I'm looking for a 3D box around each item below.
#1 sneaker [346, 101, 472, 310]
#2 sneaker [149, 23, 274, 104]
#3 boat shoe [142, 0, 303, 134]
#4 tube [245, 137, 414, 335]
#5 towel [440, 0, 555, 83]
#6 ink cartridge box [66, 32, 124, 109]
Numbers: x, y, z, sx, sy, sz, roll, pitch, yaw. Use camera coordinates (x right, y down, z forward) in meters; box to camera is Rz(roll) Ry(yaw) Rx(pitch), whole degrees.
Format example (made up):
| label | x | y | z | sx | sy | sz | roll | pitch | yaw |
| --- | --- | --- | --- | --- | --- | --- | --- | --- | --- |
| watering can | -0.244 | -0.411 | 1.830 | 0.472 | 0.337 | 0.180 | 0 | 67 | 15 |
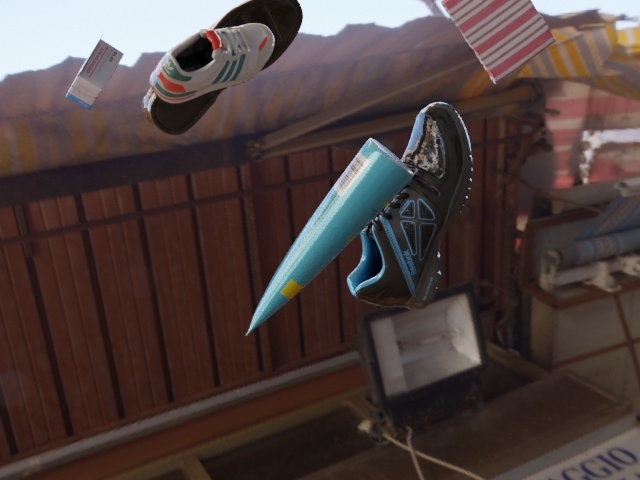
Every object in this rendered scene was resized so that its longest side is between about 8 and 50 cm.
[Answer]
| label | x | y | z | sx | sy | sz | roll | pitch | yaw |
| --- | --- | --- | --- | --- | --- | --- | --- | --- | --- |
| sneaker | 0.138 | -0.050 | 1.150 | 0.140 | 0.125 | 0.340 | 5 | -76 | -24 |
| sneaker | -0.107 | -0.204 | 0.800 | 0.161 | 0.075 | 0.057 | -31 | -91 | -28 |
| boat shoe | -0.170 | -0.303 | 1.194 | 0.307 | 0.104 | 0.110 | -39 | -57 | -6 |
| tube | 0.000 | 0.000 | 0.679 | 0.052 | 0.080 | 0.207 | 41 | -76 | 1 |
| towel | 0.341 | -0.421 | 1.408 | 0.144 | 0.029 | 0.197 | -35 | -86 | 5 |
| ink cartridge box | -0.226 | -0.169 | 0.739 | 0.028 | 0.083 | 0.048 | 30 | -111 | -21 |
